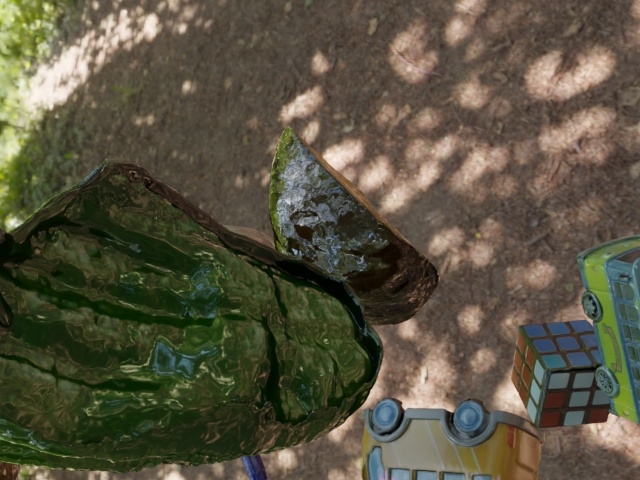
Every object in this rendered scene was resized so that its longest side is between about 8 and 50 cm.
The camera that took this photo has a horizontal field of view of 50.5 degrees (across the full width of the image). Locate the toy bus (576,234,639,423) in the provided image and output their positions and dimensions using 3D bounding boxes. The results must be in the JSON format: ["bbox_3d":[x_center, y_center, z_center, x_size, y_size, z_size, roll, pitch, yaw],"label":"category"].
[{"bbox_3d":[0.568,0.155,1.155,0.190,0.152,0.312,-169,64,-76],"label":"toy bus"}]

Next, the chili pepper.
[{"bbox_3d":[-0.125,0.076,0.526,0.167,0.385,0.213,-39,55,29],"label":"chili pepper"}]

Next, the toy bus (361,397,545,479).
[{"bbox_3d":[0.144,0.261,0.783,0.209,0.126,0.136,-8,60,37],"label":"toy bus"}]

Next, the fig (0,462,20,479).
[{"bbox_3d":[-0.669,0.450,1.254,0.235,0.235,0.214,-31,85,49],"label":"fig"}]

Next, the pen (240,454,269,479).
[{"bbox_3d":[-0.065,0.450,1.065,0.033,0.033,0.269,-40,69,44],"label":"pen"}]

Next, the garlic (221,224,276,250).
[{"bbox_3d":[-0.162,0.101,1.395,0.317,0.259,0.317,61,174,12],"label":"garlic"}]

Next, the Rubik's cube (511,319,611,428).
[{"bbox_3d":[0.510,0.278,1.431,0.160,0.162,0.163,-101,10,-61],"label":"Rubik's cube"}]

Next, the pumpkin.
[{"bbox_3d":[0.000,0.000,0.906,0.169,0.148,0.312,-45,79,6],"label":"pumpkin"}]
